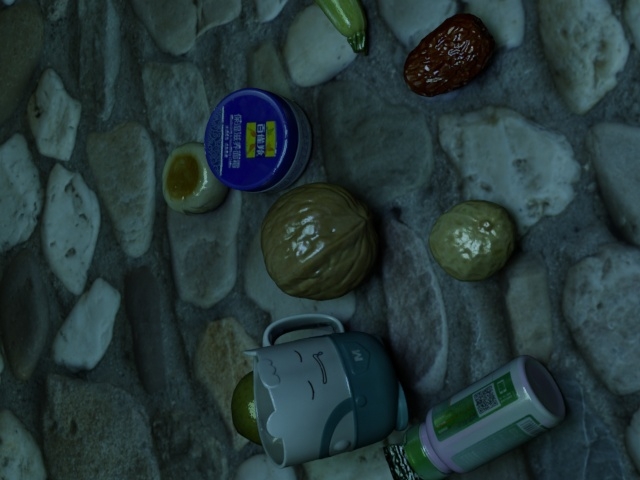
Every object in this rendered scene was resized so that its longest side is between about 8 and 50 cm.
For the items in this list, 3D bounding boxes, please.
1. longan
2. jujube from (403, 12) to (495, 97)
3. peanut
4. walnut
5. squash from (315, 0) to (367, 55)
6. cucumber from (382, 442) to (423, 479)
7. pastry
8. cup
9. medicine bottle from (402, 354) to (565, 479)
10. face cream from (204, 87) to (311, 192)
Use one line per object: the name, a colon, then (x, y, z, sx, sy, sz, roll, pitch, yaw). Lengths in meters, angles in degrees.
longan: (-0.092, 0.322, 2.012, 0.154, 0.176, 0.145, 60, 162, -6)
jujube: (0.228, -0.327, 1.838, 0.176, 0.109, 0.112, -36, 34, 35)
peanut: (0.267, -0.001, 1.796, 0.140, 0.109, 0.159, 49, 118, 9)
walnut: (0.000, 0.000, 1.914, 0.228, 0.228, 0.228, -1, 88, 33)
squash: (0.036, -0.453, 1.983, 0.094, 0.094, 0.224, -33, 80, 28)
cucumber: (0.191, 0.474, 1.857, 0.074, 0.074, 0.241, -31, 77, 28)
pastry: (-0.262, -0.129, 2.152, 0.156, 0.092, 0.156, -2, 86, 30)
cup: (-0.005, 0.257, 1.872, 0.219, 0.258, 0.289, 95, 159, -47)
medicine bottle: (0.275, 0.316, 1.770, 0.274, 0.133, 0.133, -36, 70, 26)
face cream: (-0.121, -0.197, 2.050, 0.206, 0.111, 0.206, -1, 89, 32)
